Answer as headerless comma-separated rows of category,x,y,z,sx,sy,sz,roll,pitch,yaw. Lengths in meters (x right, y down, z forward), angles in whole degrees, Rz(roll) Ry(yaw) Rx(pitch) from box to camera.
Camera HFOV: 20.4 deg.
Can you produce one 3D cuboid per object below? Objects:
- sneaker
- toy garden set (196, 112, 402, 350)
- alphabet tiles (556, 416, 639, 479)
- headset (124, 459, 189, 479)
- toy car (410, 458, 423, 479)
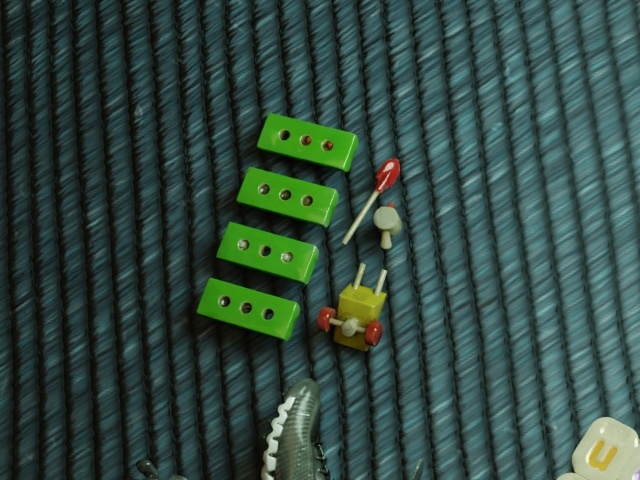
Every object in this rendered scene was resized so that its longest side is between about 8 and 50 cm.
sneaker,-0.014,0.265,1.873,0.106,0.078,0.234,11,79,13
toy garden set,0.000,0.000,1.966,0.204,0.049,0.244,15,76,18
alphabet tiles,0.361,0.289,1.768,0.284,0.021,0.278,26,75,34
headset,-0.271,0.385,1.826,0.394,0.185,0.243,-45,69,8
toy car,0.117,0.308,1.739,0.149,0.188,0.155,-9,36,10
